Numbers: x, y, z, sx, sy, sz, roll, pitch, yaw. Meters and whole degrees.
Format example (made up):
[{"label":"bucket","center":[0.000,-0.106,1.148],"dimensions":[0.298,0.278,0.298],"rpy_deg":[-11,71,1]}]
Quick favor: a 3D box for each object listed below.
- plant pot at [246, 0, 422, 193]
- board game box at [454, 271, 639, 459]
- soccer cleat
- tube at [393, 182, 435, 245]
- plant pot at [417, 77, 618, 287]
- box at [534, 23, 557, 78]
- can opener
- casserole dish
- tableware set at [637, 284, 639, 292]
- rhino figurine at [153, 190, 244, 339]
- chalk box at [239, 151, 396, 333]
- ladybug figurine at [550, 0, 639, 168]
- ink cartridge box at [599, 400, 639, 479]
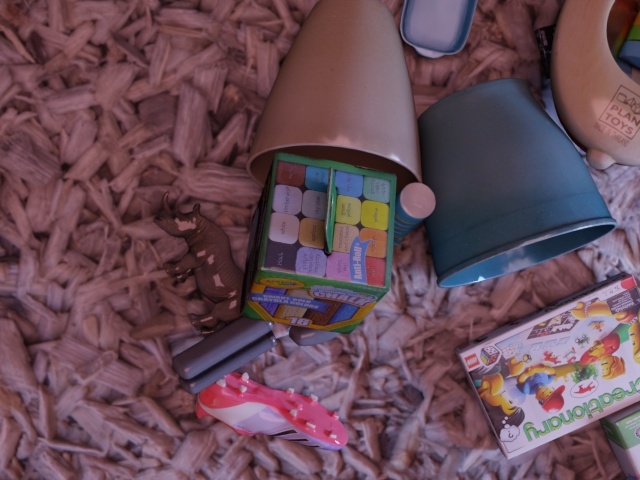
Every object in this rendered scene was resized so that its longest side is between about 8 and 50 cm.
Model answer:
[{"label":"plant pot","center":[0.033,-0.217,1.224],"dimensions":[0.257,0.256,0.273],"rpy_deg":[7,73,-4]},{"label":"board game box","center":[0.396,0.202,1.325],"dimensions":[0.305,0.053,0.193],"rpy_deg":[-25,93,2]},{"label":"soccer cleat","center":[-0.078,0.282,1.301],"dimensions":[0.248,0.083,0.095],"rpy_deg":[24,118,-9]},{"label":"tube","center":[0.114,-0.034,1.237],"dimensions":[0.080,0.207,0.052],"rpy_deg":[33,73,-3]},{"label":"plant pot","center":[0.264,-0.091,1.229],"dimensions":[0.272,0.271,0.255],"rpy_deg":[-17,78,-3]},{"label":"box","center":[0.394,-0.313,1.340],"dimensions":[0.067,0.018,0.083],"rpy_deg":[-14,93,-4]},{"label":"can opener","center":[-0.089,0.148,1.253],"dimensions":[0.280,0.093,0.074],"rpy_deg":[-26,132,-18]},{"label":"casserole dish","center":[0.191,-0.383,1.316],"dimensions":[0.114,0.037,0.188],"rpy_deg":[13,91,-4]},{"label":"tableware set","center":[0.564,0.104,1.362],"dimensions":[0.104,0.024,0.154],"rpy_deg":[38,90,-1]},{"label":"rhino figurine","center":[-0.186,0.032,1.282],"dimensions":[0.106,0.073,0.243],"rpy_deg":[-26,92,1]},{"label":"chalk box","center":[0.000,0.000,1.144],"dimensions":[0.179,0.289,0.180],"rpy_deg":[10,68,-9]},{"label":"ladybug figurine","center":[0.499,-0.293,1.249],"dimensions":[0.305,0.162,0.449],"rpy_deg":[33,76,1]},{"label":"ink cartridge box","center":[0.571,0.349,1.332],"dimensions":[0.154,0.093,0.212],"rpy_deg":[-26,92,-2]}]
